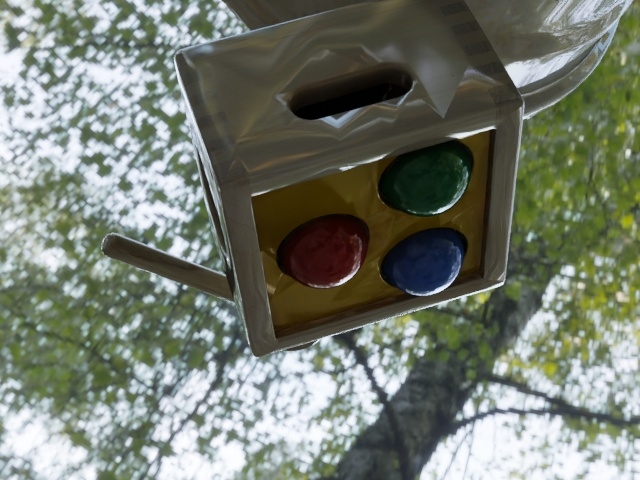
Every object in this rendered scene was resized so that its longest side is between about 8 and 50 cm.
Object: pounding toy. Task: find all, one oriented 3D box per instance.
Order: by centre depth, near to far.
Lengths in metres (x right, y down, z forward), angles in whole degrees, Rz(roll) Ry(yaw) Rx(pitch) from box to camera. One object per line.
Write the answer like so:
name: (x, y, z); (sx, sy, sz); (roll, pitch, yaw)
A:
pounding toy: (-0.009, 0.006, 0.542); (0.181, 0.094, 0.206); (-16, -37, -8)

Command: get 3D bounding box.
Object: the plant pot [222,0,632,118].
plant pot: (0.116, -0.272, 0.597); (0.334, 0.334, 0.305); (38, -31, -8)
